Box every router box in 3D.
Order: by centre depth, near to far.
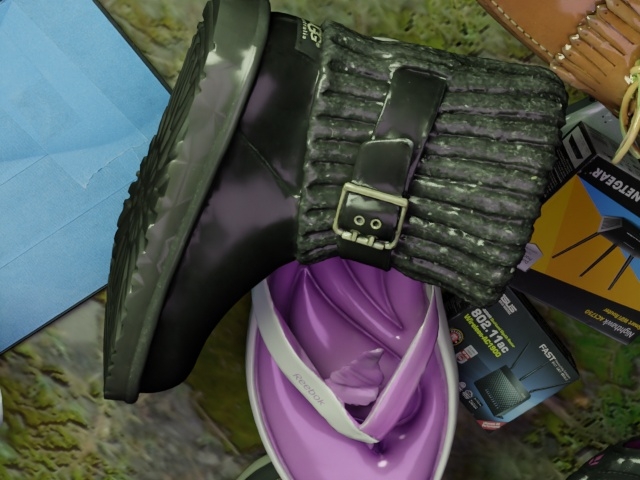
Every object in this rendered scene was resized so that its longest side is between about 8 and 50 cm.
[{"bbox_3d":[0.220,-0.002,1.483,0.179,0.046,0.133,26,121,-34],"label":"router box"},{"bbox_3d":[0.140,0.088,1.557,0.092,0.038,0.122,-34,119,12],"label":"router box"}]

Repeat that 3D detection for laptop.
[{"bbox_3d":[-0.309,-0.027,1.321,0.382,0.408,0.236,-33,86,12],"label":"laptop"}]

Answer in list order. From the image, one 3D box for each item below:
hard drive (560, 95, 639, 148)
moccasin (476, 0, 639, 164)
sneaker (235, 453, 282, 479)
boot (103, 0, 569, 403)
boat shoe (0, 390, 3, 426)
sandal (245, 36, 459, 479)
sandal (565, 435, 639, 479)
[{"bbox_3d":[0.181,-0.051,1.488,0.135,0.022,0.094,-25,121,8],"label":"hard drive"},{"bbox_3d":[0.257,-0.120,1.382,0.380,0.147,0.139,37,110,-25],"label":"moccasin"},{"bbox_3d":[-0.056,0.263,1.590,0.222,0.118,0.083,-36,119,14],"label":"sneaker"},{"bbox_3d":[0.001,0.002,1.343,0.260,0.131,0.348,16,125,-14],"label":"boot"},{"bbox_3d":[-0.288,0.085,1.431,0.083,0.065,0.183,-15,141,-11],"label":"boat shoe"},{"bbox_3d":[0.020,0.053,1.459,0.169,0.102,0.416,1,114,5],"label":"sandal"},{"bbox_3d":[0.332,0.220,1.613,0.446,0.167,0.107,2,96,-13],"label":"sandal"}]
